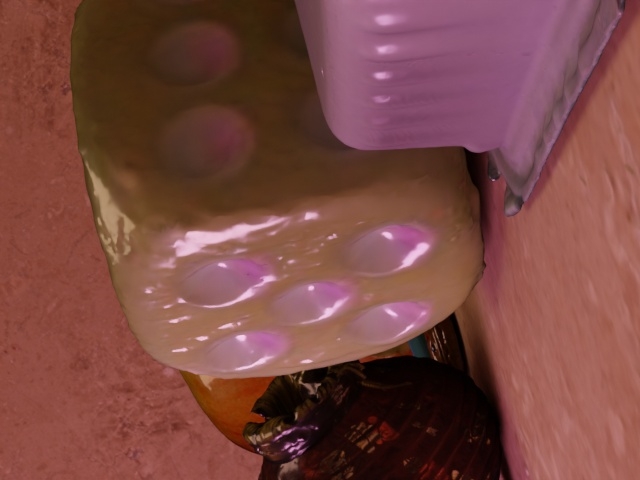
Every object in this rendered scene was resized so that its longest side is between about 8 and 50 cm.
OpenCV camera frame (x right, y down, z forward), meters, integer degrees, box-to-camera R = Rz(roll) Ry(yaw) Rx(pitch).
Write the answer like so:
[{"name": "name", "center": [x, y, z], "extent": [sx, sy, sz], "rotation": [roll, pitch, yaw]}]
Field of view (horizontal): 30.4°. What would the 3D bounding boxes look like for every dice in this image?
[{"name": "dice", "center": [-0.028, -0.062, 0.846], "extent": [0.250, 0.254, 0.252], "rotation": [80, 177, -60]}]

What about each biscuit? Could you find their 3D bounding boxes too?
[{"name": "biscuit", "center": [0.110, 0.076, 1.162], "extent": [0.124, 0.026, 0.175], "rotation": [104, 150, -88]}]

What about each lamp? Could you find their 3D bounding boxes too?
[{"name": "lamp", "center": [0.044, 0.198, 1.011], "extent": [0.247, 0.247, 0.247], "rotation": [166, 90, -88]}]

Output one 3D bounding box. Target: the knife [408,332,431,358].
[{"name": "knife", "center": [0.122, 0.130, 1.262], "extent": [0.064, 0.031, 0.222], "rotation": [51, -168, -34]}]

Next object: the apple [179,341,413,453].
[{"name": "apple", "center": [-0.027, 0.115, 1.478], "extent": [0.339, 0.339, 0.339], "rotation": [166, 90, -88]}]

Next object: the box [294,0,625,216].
[{"name": "box", "center": [0.034, -0.161, 0.566], "extent": [0.337, 0.106, 0.264], "rotation": [86, 171, -75]}]
